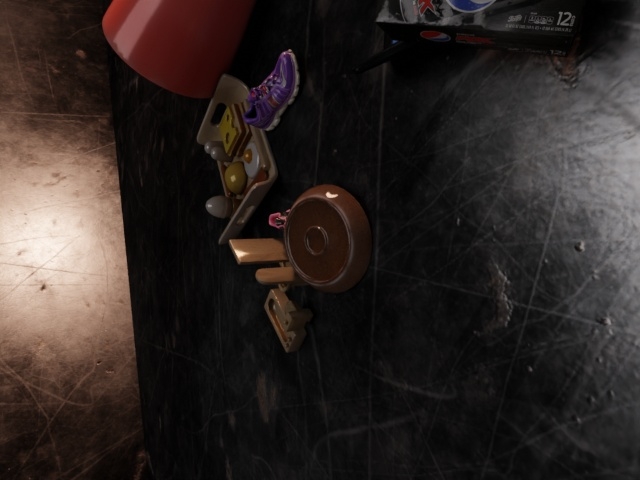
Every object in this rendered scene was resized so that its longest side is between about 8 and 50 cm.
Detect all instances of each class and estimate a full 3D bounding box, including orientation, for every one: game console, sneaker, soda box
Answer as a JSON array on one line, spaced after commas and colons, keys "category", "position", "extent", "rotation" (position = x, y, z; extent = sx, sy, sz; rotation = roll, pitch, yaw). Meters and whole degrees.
[{"category": "game console", "position": [0.098, -0.259, 0.488], "extent": [0.122, 0.107, 0.071], "rotation": [1, 120, 56]}, {"category": "sneaker", "position": [-0.092, -0.267, 0.761], "extent": [0.170, 0.071, 0.068], "rotation": [-51, 51, 43]}, {"category": "soda box", "position": [0.139, -0.206, 0.372], "extent": [0.169, 0.060, 0.053], "rotation": [17, 103, 24]}, {"category": "sneaker", "position": [-0.048, -0.028, 0.716], "extent": [0.119, 0.057, 0.047], "rotation": [15, 101, 53]}]

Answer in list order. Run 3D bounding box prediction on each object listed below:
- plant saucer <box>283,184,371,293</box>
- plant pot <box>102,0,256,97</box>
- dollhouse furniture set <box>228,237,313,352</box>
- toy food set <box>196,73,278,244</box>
[{"category": "plant saucer", "position": [0.000, 0.000, 0.633], "extent": [0.169, 0.029, 0.168], "rotation": [8, 102, 40]}, {"category": "plant pot", "position": [-0.268, -0.481, 0.867], "extent": [0.243, 0.275, 0.274], "rotation": [-43, 56, 35]}, {"category": "dollhouse furniture set", "position": [-0.096, 0.100, 0.729], "extent": [0.144, 0.123, 0.151], "rotation": [55, 134, 39]}, {"category": "toy food set", "position": [-0.204, -0.174, 0.907], "extent": [0.219, 0.093, 0.305], "rotation": [-47, 54, 46]}]
